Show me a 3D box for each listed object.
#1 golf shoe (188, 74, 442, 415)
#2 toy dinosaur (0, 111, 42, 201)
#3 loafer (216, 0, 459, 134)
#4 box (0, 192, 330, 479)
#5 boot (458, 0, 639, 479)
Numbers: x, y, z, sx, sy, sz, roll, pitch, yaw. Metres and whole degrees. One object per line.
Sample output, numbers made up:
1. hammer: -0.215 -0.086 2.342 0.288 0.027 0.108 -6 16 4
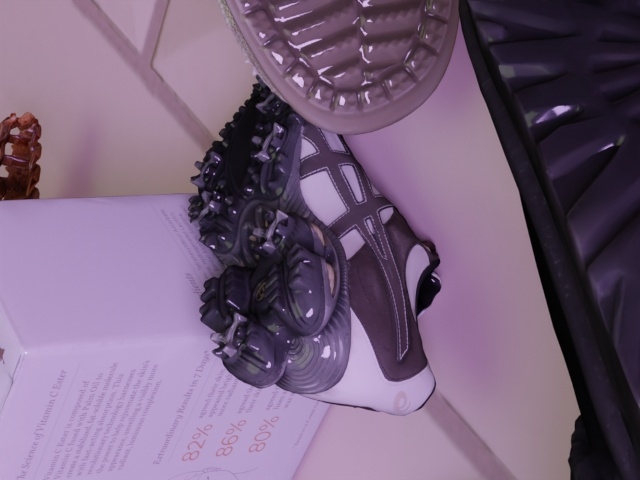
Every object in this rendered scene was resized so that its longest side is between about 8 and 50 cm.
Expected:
1. golf shoe: 0.000 0.000 0.722 0.077 0.094 0.198 -46 29 30
2. toy dinosaur: -0.211 0.097 0.952 0.218 0.164 0.322 -73 -23 -80
3. loafer: -0.015 -0.168 0.714 0.092 0.102 0.269 96 157 -81
4. box: -0.087 0.056 0.759 0.091 0.170 0.130 55 133 37
5. boot: 0.118 0.050 0.510 0.348 0.131 0.260 -88 -10 -47
